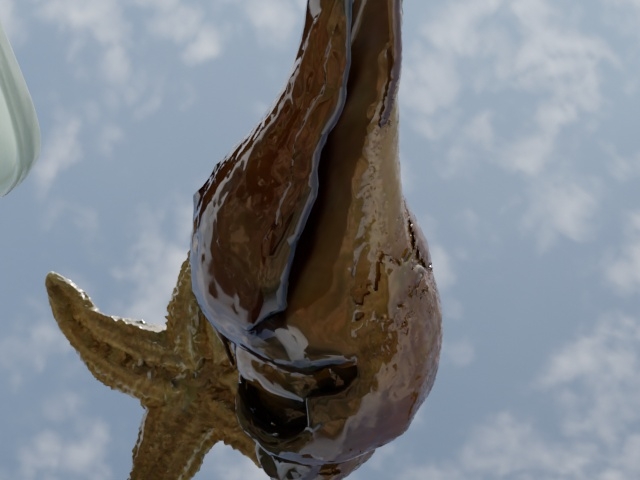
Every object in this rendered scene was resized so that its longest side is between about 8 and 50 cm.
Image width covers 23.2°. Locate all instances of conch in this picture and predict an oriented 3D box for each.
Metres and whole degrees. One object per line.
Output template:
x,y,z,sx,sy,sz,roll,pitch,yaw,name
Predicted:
-0.005,0.001,0.536,0.080,0.232,0.086,23,-131,41,conch

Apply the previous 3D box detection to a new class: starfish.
-0.077,0.085,1.032,0.277,0.062,0.236,-42,-99,-8,starfish

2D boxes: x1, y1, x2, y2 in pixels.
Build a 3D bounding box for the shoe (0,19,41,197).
-0.228,-0.120,0.813,0.095,0.265,0.110,-11,-150,21,shoe
